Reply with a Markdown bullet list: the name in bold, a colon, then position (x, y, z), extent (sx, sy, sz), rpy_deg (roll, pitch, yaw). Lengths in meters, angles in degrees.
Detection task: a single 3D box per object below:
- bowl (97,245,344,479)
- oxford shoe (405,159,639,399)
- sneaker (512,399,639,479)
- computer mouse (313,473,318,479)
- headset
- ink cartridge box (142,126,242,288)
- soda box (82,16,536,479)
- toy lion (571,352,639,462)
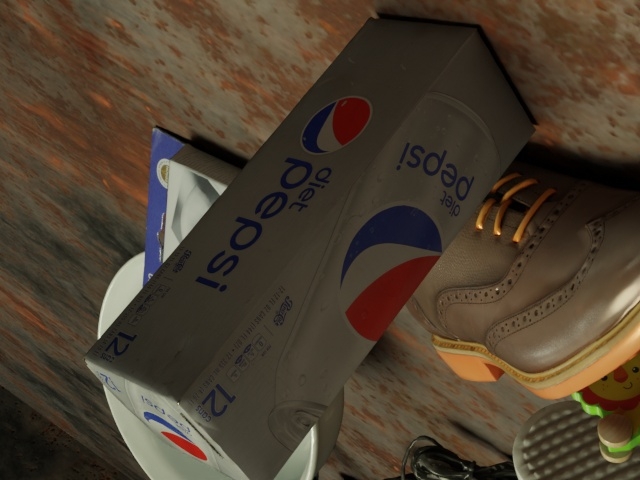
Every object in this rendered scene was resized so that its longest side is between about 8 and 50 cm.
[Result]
- **bowl**: position (-0.077, 0.131, 1.470), extent (0.298, 0.134, 0.297), rpy_deg (18, 118, 37)
- **oxford shoe**: position (0.125, 0.011, 0.908), extent (0.132, 0.130, 0.364), rpy_deg (48, 161, -7)
- **sneaker**: position (0.293, 0.235, 1.113), extent (0.321, 0.126, 0.127), rpy_deg (24, 151, 34)
- **computer mouse**: position (-0.073, 0.289, 1.979), extent (0.262, 0.060, 0.184), rpy_deg (39, 144, 55)
- **headset**: position (0.136, 0.358, 1.593), extent (0.185, 0.243, 0.394), rpy_deg (8, 135, 11)
- **ink cartridge box**: position (-0.097, 0.035, 1.325), extent (0.224, 0.045, 0.223), rpy_deg (26, 123, 33)
- **soda box**: position (0.000, 0.000, 0.855), extent (0.098, 0.286, 0.091), rpy_deg (16, 150, 47)
- **toy lion**: position (0.223, 0.101, 1.010), extent (0.100, 0.096, 0.034), rpy_deg (-10, 146, 10)
